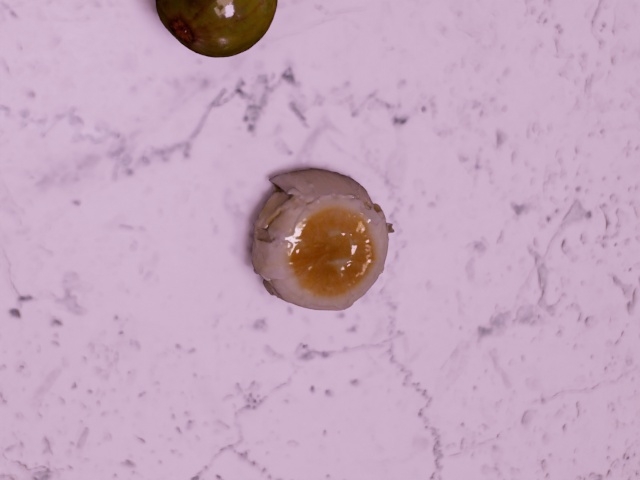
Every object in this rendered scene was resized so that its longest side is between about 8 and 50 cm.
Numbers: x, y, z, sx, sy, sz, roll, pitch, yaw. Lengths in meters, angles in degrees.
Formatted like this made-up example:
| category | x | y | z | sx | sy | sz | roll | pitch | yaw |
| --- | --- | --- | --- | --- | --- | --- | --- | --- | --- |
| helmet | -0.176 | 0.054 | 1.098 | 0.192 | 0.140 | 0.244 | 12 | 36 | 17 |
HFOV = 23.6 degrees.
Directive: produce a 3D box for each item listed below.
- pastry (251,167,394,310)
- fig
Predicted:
| category | x | y | z | sx | sy | sz | roll | pitch | yaw |
| --- | --- | --- | --- | --- | --- | --- | --- | --- | --- |
| pastry | 0.000 | 0.000 | 1.730 | 0.166 | 0.088 | 0.166 | -7 | 107 | -25 |
| fig | -0.079 | -0.295 | 1.616 | 0.124 | 0.124 | 0.236 | 46 | 61 | -27 |
